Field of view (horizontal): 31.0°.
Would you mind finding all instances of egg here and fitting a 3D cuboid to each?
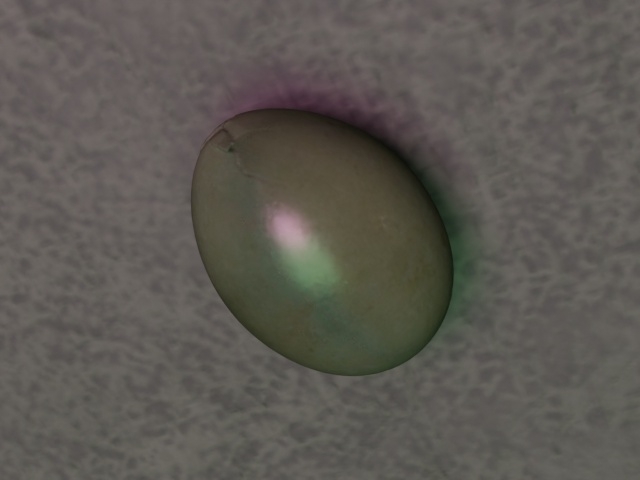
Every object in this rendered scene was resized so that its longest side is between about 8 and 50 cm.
[{"bbox_3d":[0.000,0.000,0.571,0.114,0.114,0.152,-35,112,22],"label":"egg"}]
